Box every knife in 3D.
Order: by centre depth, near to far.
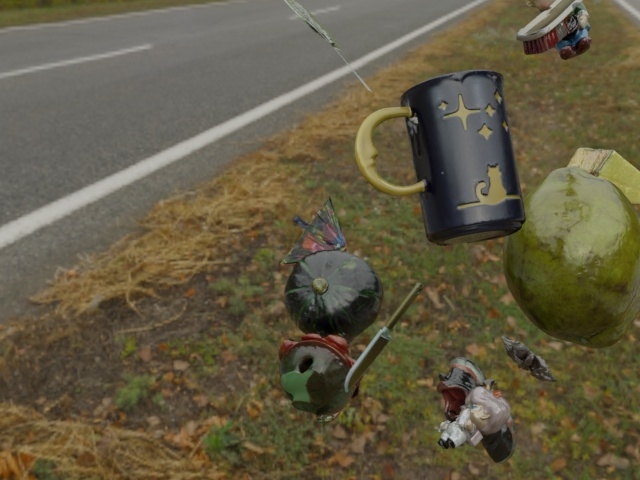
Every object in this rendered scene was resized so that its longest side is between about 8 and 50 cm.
[{"bbox_3d":[0.162,0.252,1.814,0.027,0.343,0.061,40,5,38],"label":"knife"}]

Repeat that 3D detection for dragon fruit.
[{"bbox_3d":[-0.012,0.395,2.075,0.295,0.268,0.130,-25,12,37],"label":"dragon fruit"}]

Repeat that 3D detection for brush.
[{"bbox_3d":[0.443,-0.411,1.311,0.060,0.050,0.321,-4,28,38],"label":"brush"}]

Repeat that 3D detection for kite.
[{"bbox_3d":[0.000,0.000,2.387,0.234,0.016,0.321,36,64,-1],"label":"kite"}]

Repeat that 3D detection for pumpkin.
[{"bbox_3d":[0.035,0.168,2.234,0.316,0.315,0.238,7,-13,16],"label":"pumpkin"}]

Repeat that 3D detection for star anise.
[{"bbox_3d":[0.598,0.349,2.052,0.195,0.065,0.182,37,0,20],"label":"star anise"}]

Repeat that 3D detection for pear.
[{"bbox_3d":[0.588,0.040,1.647,0.352,0.413,0.352,3,-17,1],"label":"pear"}]

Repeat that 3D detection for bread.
[{"bbox_3d":[0.790,-0.116,1.922,0.264,0.163,0.168,35,-2,-12],"label":"bread"}]

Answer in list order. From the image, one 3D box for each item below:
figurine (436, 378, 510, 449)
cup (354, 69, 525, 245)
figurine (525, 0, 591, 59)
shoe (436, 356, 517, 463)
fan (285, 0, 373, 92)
[{"bbox_3d":[0.369,0.417,1.669,0.229,0.112,0.137,-31,-7,-32],"label":"figurine"},{"bbox_3d":[0.197,-0.122,1.181,0.255,0.256,0.178,-9,-9,9],"label":"cup"},{"bbox_3d":[0.517,-0.527,1.574,0.127,0.234,0.185,-15,50,23],"label":"figurine"},{"bbox_3d":[0.393,0.447,1.812,0.137,0.290,0.114,-28,-4,-36],"label":"shoe"},{"bbox_3d":[0.018,-0.510,1.784,0.414,0.012,0.233,54,22,24],"label":"fan"}]
